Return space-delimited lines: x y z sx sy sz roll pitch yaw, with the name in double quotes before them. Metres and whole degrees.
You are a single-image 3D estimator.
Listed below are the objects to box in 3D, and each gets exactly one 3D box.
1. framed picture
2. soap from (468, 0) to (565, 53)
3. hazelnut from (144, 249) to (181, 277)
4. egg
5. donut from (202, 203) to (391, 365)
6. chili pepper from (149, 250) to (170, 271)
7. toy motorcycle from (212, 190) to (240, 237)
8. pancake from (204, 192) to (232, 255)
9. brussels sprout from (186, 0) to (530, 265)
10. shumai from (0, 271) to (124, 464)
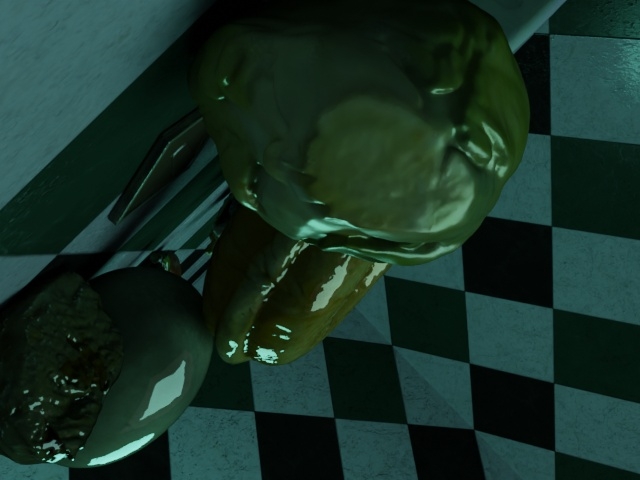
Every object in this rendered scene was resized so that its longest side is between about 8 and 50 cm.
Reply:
"framed picture" -0.176 -0.106 1.201 0.150 0.015 0.203 -44 180 -39
"soap" 0.215 -0.351 1.297 0.347 0.208 0.115 -44 180 -40
"hazelnut" -0.311 0.057 1.953 0.086 0.086 0.086 -44 180 0
"egg" -0.314 0.191 1.490 0.352 0.258 0.258 -47 180 8
"donut" 0.000 0.000 1.447 0.449 0.198 0.449 -49 169 -13
"chili pepper" -0.338 0.145 1.773 0.261 0.165 0.174 -46 168 0
"toy motorcycle" -0.089 -0.130 1.851 0.340 0.108 0.223 -53 180 -38
"pancake" -0.105 -0.093 2.074 0.376 0.054 0.197 -46 -150 -17
"brussels sprout" 0.037 -0.104 0.912 0.344 0.268 0.344 -3 -161 1
"shumai" -0.379 0.172 1.253 0.218 0.189 0.256 -24 -154 29
